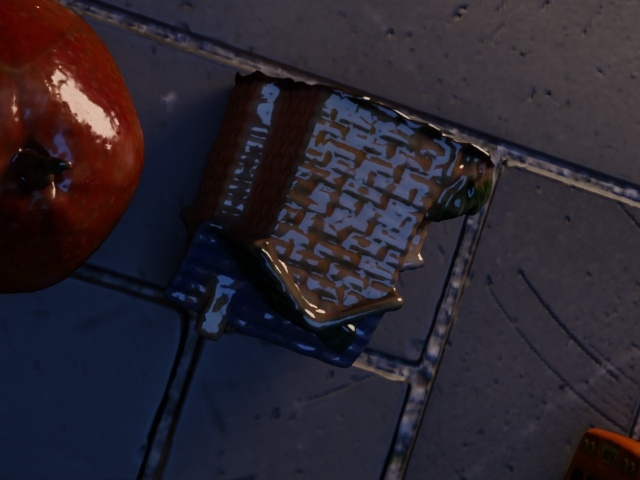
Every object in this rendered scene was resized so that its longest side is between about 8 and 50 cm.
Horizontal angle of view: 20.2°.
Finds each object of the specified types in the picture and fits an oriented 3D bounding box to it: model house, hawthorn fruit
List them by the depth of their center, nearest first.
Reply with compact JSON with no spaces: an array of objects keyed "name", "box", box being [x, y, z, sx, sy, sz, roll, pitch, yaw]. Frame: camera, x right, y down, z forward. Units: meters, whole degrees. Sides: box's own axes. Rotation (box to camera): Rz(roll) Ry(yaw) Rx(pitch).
[{"name":"hawthorn fruit","box":[-0.188,-0.057,1.061,0.197,0.225,0.196,-6,104,-24]},{"name":"model house","box":[0.000,0.000,1.133,0.166,0.183,0.172,25,85,-14]}]

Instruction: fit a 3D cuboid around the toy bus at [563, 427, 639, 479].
[{"name":"toy bus","box":[0.324,0.245,1.258,0.329,0.143,0.153,20,89,-14]}]
